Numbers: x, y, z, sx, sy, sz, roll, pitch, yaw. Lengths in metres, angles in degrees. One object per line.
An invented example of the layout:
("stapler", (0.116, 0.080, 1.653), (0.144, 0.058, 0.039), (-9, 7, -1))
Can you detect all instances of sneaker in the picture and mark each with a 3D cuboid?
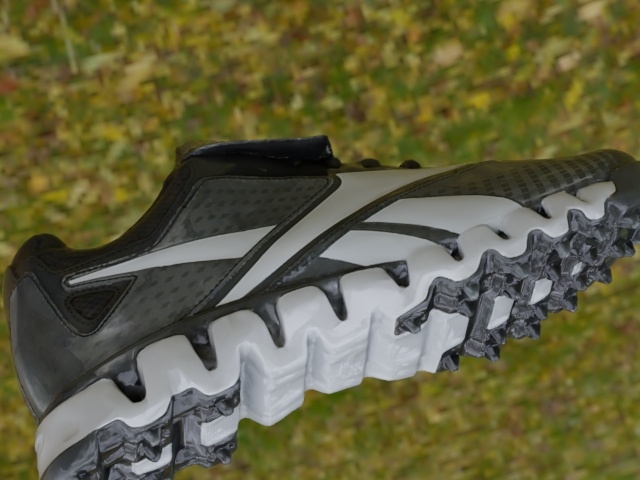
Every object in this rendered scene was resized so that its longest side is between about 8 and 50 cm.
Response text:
("sneaker", (0.000, 0.000, 0.598), (0.234, 0.106, 0.078), (-22, 155, -17))
